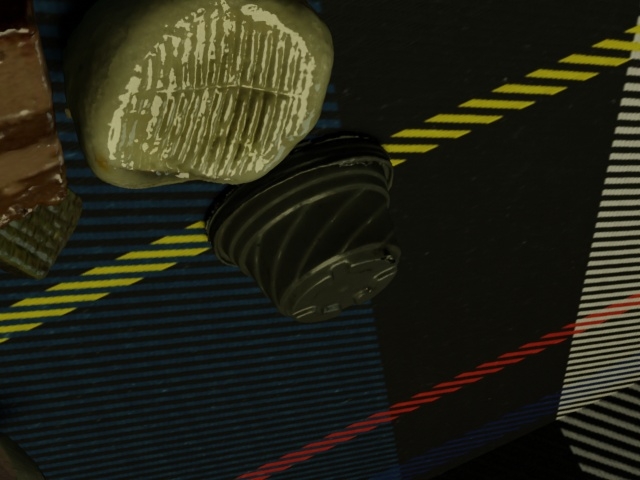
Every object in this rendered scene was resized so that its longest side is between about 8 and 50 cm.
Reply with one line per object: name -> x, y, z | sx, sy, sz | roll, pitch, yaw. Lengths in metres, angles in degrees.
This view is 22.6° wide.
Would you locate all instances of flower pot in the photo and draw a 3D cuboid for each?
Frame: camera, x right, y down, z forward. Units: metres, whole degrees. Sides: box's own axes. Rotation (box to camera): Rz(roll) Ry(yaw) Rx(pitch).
flower pot -> 0.000, 0.000, 1.775 | 0.235, 0.141, 0.235 | -24, 158, -10

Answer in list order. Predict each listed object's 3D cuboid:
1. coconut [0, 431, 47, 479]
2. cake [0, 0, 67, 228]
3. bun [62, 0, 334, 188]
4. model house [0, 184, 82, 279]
coconut -> -0.434, 0.333, 1.932 | 0.230, 0.227, 0.227 | -16, 157, -20
cake -> -0.289, -0.140, 1.059 | 0.196, 0.199, 0.293 | -15, 153, -12
bun -> -0.108, -0.140, 1.340 | 0.229, 0.145, 0.229 | -10, 125, -15
model house -> -0.312, -0.026, 1.295 | 0.214, 0.189, 0.195 | -29, 156, 4
